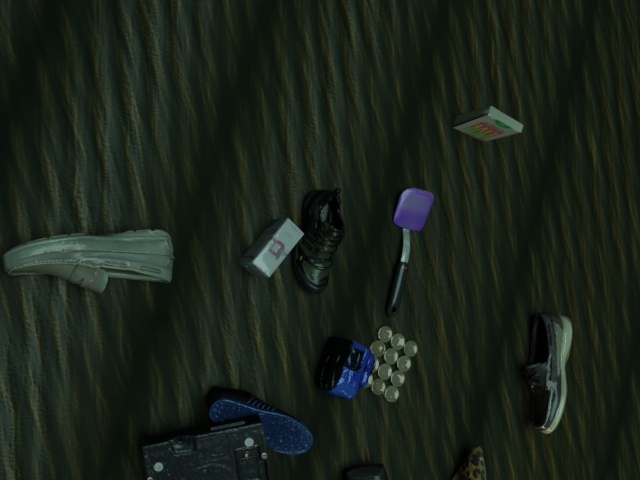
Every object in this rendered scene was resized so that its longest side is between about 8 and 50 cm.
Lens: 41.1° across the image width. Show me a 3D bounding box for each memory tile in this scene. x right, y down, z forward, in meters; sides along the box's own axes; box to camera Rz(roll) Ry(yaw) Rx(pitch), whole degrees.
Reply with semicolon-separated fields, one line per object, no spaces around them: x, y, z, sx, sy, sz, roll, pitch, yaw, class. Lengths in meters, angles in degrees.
0.149;0.275;1.908;0.113;0.012;0.148;30;76;-19;memory tile

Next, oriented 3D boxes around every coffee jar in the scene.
0.107;0.574;1.829;0.096;0.079;0.185;-7;90;3;coffee jar

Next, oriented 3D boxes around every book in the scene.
0.386;-0.268;1.972;0.096;0.144;0.035;25;77;-20;book

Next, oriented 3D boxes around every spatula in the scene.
0.189;0.028;1.930;0.084;0.030;0.297;16;81;-21;spatula

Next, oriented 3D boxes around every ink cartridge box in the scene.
-0.104;0.016;1.769;0.052;0.088;0.122;46;71;-18;ink cartridge box

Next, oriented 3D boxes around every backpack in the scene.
0.055;0.278;1.820;0.101;0.098;0.120;29;75;-23;backpack

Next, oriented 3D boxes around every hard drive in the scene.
-0.205;0.525;1.662;0.236;0.064;0.339;-10;99;-10;hard drive

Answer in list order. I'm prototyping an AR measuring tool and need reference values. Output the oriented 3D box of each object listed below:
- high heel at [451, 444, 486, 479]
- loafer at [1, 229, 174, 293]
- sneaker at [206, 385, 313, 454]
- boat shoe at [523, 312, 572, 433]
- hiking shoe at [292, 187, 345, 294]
0.265;0.566;1.902;0.186;0.093;0.261;21;79;-17;high heel
-0.430;0.045;1.612;0.319;0.112;0.112;-5;80;-25;loafer
-0.123;0.357;1.734;0.232;0.090;0.081;28;99;-18;sneaker
0.529;0.310;2.030;0.092;0.103;0.285;16;77;-17;boat shoe
0.000;0.000;1.802;0.086;0.114;0.227;5;85;-23;hiking shoe
